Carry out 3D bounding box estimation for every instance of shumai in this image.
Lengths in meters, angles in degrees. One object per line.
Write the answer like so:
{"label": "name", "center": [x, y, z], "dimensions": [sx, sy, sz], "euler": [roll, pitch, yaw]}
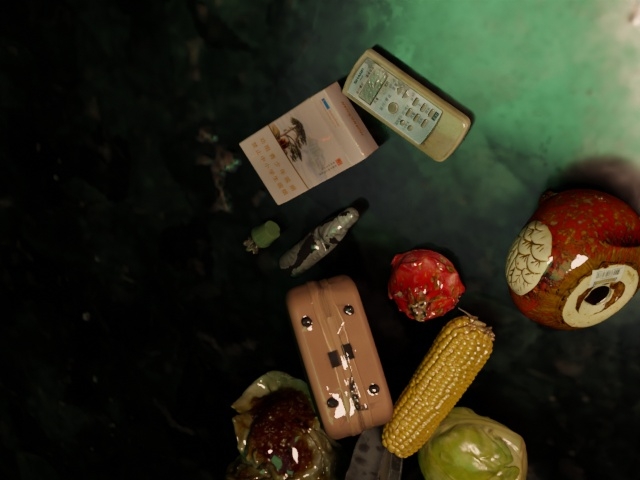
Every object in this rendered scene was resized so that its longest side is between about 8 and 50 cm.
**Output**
{"label": "shumai", "center": [-0.046, 0.453, 1.757], "dimensions": [0.330, 0.292, 0.288], "euler": [13, 83, 14]}

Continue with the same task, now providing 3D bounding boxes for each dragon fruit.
{"label": "dragon fruit", "center": [0.184, 0.098, 1.500], "dimensions": [0.153, 0.111, 0.153], "euler": [9, 114, 21]}

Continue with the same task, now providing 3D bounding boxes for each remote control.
{"label": "remote control", "center": [0.151, -0.239, 1.395], "dimensions": [0.233, 0.038, 0.098], "euler": [38, 124, 7]}

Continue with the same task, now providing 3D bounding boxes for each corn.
{"label": "corn", "center": [0.220, 0.277, 1.503], "dimensions": [0.106, 0.106, 0.305], "euler": [35, 94, 8]}

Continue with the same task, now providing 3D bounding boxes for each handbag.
{"label": "handbag", "center": [0.029, 0.228, 1.567], "dimensions": [0.149, 0.283, 0.301], "euler": [-18, 83, -8]}

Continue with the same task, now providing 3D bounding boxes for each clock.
{"label": "clock", "center": [0.104, 0.526, 1.619], "dimensions": [0.067, 0.325, 0.324], "euler": [9, 118, 17]}

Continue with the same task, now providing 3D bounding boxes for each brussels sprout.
{"label": "brussels sprout", "center": [0.300, 0.444, 1.577], "dimensions": [0.223, 0.161, 0.223], "euler": [14, 117, 29]}

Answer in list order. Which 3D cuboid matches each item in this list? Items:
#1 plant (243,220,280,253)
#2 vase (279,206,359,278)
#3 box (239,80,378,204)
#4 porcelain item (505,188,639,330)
{"label": "plant", "center": [-0.130, -0.003, 1.646], "dimensions": [0.102, 0.051, 0.051], "euler": [-34, 96, 40]}
{"label": "vase", "center": [0.000, 0.000, 1.574], "dimensions": [0.060, 0.060, 0.211], "euler": [48, 124, -1]}
{"label": "box", "center": [-0.026, -0.181, 1.492], "dimensions": [0.233, 0.067, 0.149], "euler": [-26, 103, 36]}
{"label": "porcelain item", "center": [0.413, 0.014, 1.308], "dimensions": [0.253, 0.253, 0.252], "euler": [11, 118, 22]}
